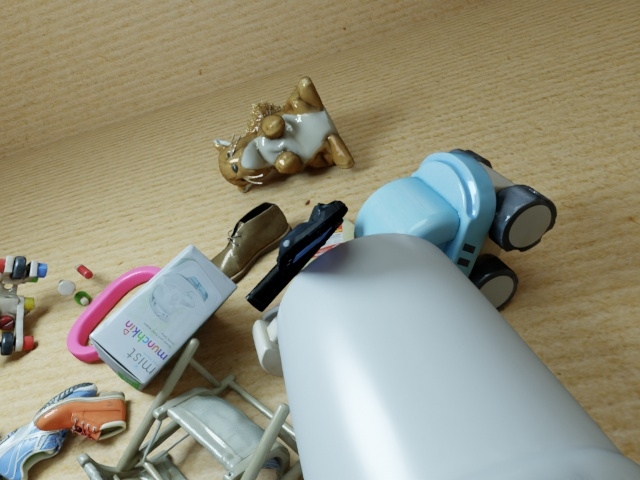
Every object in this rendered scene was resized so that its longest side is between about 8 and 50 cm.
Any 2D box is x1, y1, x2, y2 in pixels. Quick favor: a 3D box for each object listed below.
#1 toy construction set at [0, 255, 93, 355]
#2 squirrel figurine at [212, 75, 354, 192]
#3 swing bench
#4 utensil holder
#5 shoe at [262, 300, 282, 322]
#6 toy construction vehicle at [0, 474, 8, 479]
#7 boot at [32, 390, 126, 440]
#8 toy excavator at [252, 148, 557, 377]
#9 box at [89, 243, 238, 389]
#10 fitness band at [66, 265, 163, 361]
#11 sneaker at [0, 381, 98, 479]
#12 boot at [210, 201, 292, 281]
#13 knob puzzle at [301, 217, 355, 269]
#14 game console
[{"bbox_3d":[-0.792,0.136,1.166,0.309,0.257,0.237,-21,20,-34],"label":"toy construction set"},{"bbox_3d":[-0.138,-0.305,1.377,0.370,0.281,0.397,-29,24,7],"label":"squirrel figurine"},{"bbox_3d":[-0.181,0.333,0.673,0.253,0.165,0.254,20,59,39],"label":"swing bench"},{"bbox_3d":[0.125,0.214,0.544,0.328,0.327,0.385,-22,36,-1],"label":"utensil holder"},{"bbox_3d":[-0.044,0.128,0.931,0.178,0.063,0.081,-20,37,-7],"label":"shoe"},{"bbox_3d":[-0.625,0.472,0.816,0.086,0.035,0.098,-42,39,-8],"label":"toy construction vehicle"},{"bbox_3d":[-0.450,0.342,0.823,0.158,0.059,0.084,-2,40,-32],"label":"boot"},{"bbox_3d":[0.114,0.046,0.795,0.445,0.433,0.222,-1,33,-20],"label":"toy excavator"},{"bbox_3d":[-0.309,0.159,0.850,0.231,0.127,0.262,-49,4,-31],"label":"box"},{"bbox_3d":[-0.493,0.174,1.086,0.209,0.054,0.291,4,44,29],"label":"fitness band"},{"bbox_3d":[-0.530,0.376,0.862,0.081,0.080,0.211,34,57,16],"label":"sneaker"},{"bbox_3d":[-0.214,0.013,1.101,0.305,0.115,0.112,-40,44,-21],"label":"boot"},{"bbox_3d":[0.000,0.000,1.084,0.213,0.030,0.213,-13,39,11],"label":"knob puzzle"},{"bbox_3d":[-0.035,0.024,0.680,0.044,0.361,0.213,42,79,2],"label":"game console"}]
